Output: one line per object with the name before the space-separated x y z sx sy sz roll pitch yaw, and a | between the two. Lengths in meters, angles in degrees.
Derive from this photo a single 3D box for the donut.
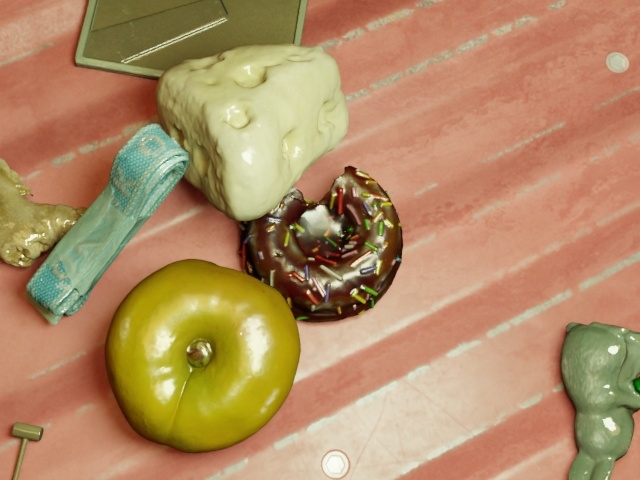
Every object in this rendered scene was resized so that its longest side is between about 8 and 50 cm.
donut | 0.001 0.000 1.300 0.230 0.096 0.216 6 73 -3

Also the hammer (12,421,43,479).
hammer | -0.385 0.290 1.223 0.035 0.019 0.110 11 75 -1

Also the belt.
belt | -0.279 -0.017 1.229 0.072 0.087 0.302 41 105 7

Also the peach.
peach | -0.152 0.148 1.223 0.251 0.153 0.251 0 87 4

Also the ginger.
ginger | -0.421 -0.027 1.289 0.213 0.074 0.137 30 73 -2

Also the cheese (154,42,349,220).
cheese | -0.121 -0.142 1.253 0.248 0.173 0.251 6 44 23

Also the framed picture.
framed picture | -0.183 -0.339 1.426 0.324 0.020 0.240 8 73 -2

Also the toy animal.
toy animal | 0.375 0.223 1.275 0.108 0.138 0.236 2 97 -43
